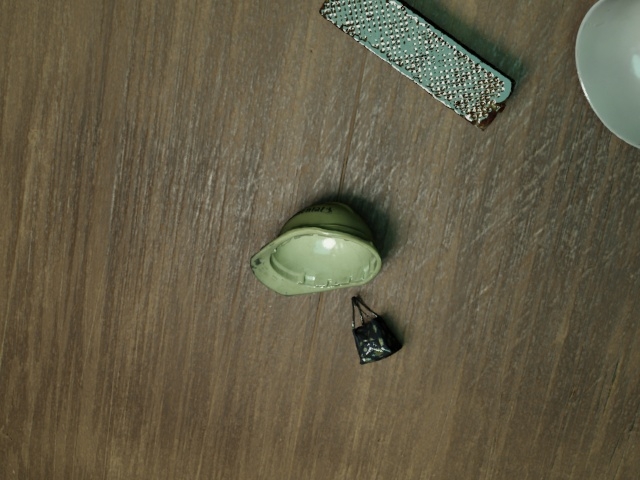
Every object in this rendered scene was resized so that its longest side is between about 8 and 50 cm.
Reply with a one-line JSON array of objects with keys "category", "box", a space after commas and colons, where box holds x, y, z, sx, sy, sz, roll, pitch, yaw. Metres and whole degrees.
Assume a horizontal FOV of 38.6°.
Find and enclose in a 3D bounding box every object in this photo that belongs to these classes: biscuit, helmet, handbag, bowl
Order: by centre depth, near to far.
[{"category": "bowl", "box": [0.584, -0.302, 1.528, 0.143, 0.287, 0.287, -27, 100, -23]}, {"category": "biscuit", "box": [0.180, -0.355, 1.685, 0.388, 0.073, 0.107, 36, 109, 0]}, {"category": "helmet", "box": [-0.004, -0.002, 1.780, 0.257, 0.137, 0.204, -11, 141, 21]}, {"category": "handbag", "box": [0.095, 0.176, 1.832, 0.072, 0.115, 0.139, -31, 80, 16]}]

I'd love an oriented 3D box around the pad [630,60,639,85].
[{"category": "pad", "box": [0.679, -0.305, 1.615, 0.233, 0.022, 0.174, 36, 109, 11]}]
